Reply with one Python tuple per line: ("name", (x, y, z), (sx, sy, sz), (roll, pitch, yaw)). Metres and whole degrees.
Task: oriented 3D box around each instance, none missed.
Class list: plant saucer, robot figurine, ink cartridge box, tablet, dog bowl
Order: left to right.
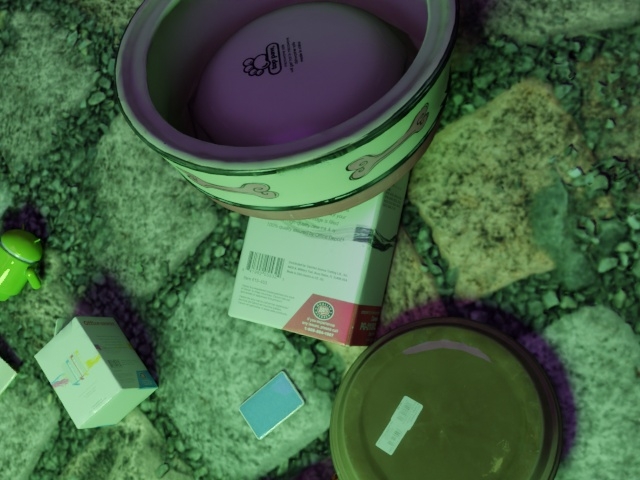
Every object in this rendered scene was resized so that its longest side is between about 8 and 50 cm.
("robot figurine", (-0.452, 0.033, 1.469), (0.101, 0.067, 0.115), (38, 99, 26))
("ink cartridge box", (-0.313, 0.173, 1.386), (0.090, 0.092, 0.143), (-42, 70, 14))
("tablet", (-0.065, 0.218, 1.327), (0.083, 0.006, 0.054), (-40, 71, 13))
("dog bowl", (-0.029, -0.198, 1.203), (0.407, 0.150, 0.408), (-8, 54, 11))
("ink cartridge box", (0.000, 0.000, 1.272), (0.171, 0.100, 0.237), (12, 89, 23))
("plant saucer", (0.143, 0.219, 1.181), (0.277, 0.041, 0.278), (-5, 68, 11))

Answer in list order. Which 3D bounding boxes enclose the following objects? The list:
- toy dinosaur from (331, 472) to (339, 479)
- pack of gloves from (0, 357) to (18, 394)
("toy dinosaur", (-0.032, 0.389, 1.228), (0.322, 0.164, 0.218), (-53, 53, 25))
("pack of gloves", (-0.578, 0.220, 1.525), (0.195, 0.046, 0.232), (39, 103, 9))
